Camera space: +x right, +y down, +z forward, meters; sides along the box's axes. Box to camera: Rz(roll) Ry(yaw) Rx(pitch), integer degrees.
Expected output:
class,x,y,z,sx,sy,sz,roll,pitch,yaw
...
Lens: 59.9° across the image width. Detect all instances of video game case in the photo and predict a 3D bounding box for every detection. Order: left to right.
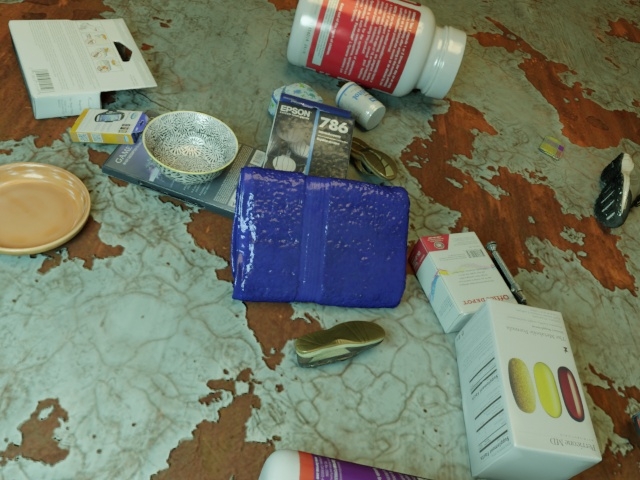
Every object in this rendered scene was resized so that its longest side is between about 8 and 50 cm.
class,x,y,z,sx,sy,sz,roll,pitch,yaw
video game case,-0.254,-0.154,1.097,0.274,0.026,0.196,19,47,0

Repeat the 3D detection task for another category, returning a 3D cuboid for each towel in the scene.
class,x,y,z,sx,sy,sz,roll,pitch,yaw
towel,0.000,0.000,0.972,0.308,0.076,0.227,5,86,-14
towel,0.615,-0.247,1.475,0.060,0.009,0.083,30,47,9

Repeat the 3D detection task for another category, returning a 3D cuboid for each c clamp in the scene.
class,x,y,z,sx,sy,sz,roll,pitch,yaw
c clamp,0.357,0.059,1.061,0.137,0.022,0.160,41,22,-45

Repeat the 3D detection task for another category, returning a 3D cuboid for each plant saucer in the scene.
class,x,y,z,sx,sy,sz,roll,pitch,yaw
plant saucer,-0.488,-0.050,0.921,0.200,0.037,0.200,9,48,-10

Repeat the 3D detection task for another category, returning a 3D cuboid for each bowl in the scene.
class,x,y,z,sx,sy,sz,roll,pitch,yaw
bowl,-0.242,-0.156,1.032,0.170,0.080,0.170,9,48,-10

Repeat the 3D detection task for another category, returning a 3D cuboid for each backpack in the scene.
class,x,y,z,sx,sy,sz,roll,pitch,yaw
backpack,-0.055,-0.305,1.253,0.105,0.084,0.114,-26,61,-36

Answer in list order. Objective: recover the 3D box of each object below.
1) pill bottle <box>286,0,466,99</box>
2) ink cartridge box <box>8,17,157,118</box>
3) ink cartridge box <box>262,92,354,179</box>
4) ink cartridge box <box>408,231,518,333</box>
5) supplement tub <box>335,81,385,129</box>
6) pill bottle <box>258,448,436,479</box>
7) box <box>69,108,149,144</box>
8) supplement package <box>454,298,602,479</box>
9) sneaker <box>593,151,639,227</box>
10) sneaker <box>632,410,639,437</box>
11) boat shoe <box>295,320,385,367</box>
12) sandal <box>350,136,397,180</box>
class,x,y,z,sx,sy,sz,roll,pitch,yaw
pill bottle,0.138,-0.496,1.385,0.408,0.229,0.229,17,47,-4
ink cartridge box,-0.507,-0.376,1.183,0.239,0.060,0.275,-13,55,-29
ink cartridge box,-0.027,-0.168,1.104,0.166,0.065,0.332,12,62,-7
ink cartridge box,0.260,0.075,1.034,0.128,0.072,0.175,-5,52,-22
supplement tub,0.094,-0.322,1.326,0.107,0.071,0.071,42,51,19
pill bottle,0.076,0.365,0.648,0.323,0.181,0.181,15,47,-6
box,-0.405,-0.222,1.083,0.136,0.028,0.081,5,46,1
supplement package,0.311,0.236,0.869,0.139,0.133,0.244,11,48,-9
sneaker,0.742,-0.115,1.345,0.108,0.100,0.271,35,48,5
sneaker,0.647,0.292,0.954,0.262,0.104,0.125,-12,53,-27
boat shoe,0.031,0.168,0.895,0.152,0.049,0.056,-6,34,-18
sandal,0.101,-0.173,1.221,0.072,0.049,0.180,-16,42,-36
